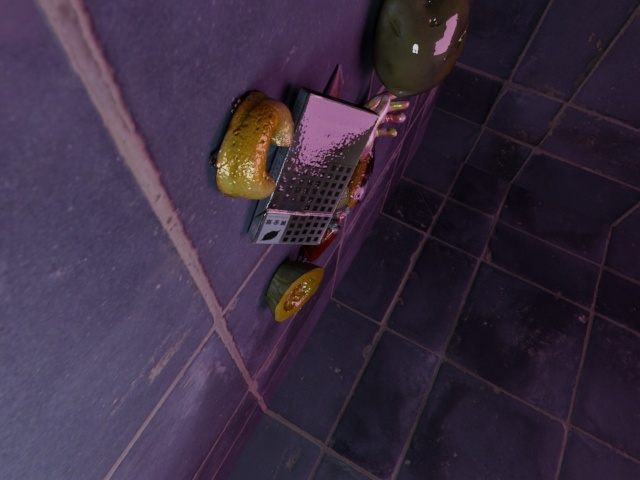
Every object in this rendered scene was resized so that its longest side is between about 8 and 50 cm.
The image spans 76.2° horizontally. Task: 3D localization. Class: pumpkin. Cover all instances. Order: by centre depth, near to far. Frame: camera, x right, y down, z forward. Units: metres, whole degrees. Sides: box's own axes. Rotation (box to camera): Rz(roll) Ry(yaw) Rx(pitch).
[{"bbox_3d":[-0.096,0.141,1.274,0.217,0.110,0.217,-46,165,-16],"label":"pumpkin"}]

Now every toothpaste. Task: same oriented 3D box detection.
[{"bbox_3d":[0.013,-0.297,0.927,0.067,0.043,0.194,50,62,-74],"label":"toothpaste"}]

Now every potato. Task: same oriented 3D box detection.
[{"bbox_3d":[0.244,-0.499,1.026,0.243,0.221,0.326,-62,173,-15],"label":"potato"}]

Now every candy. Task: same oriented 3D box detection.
[{"bbox_3d":[0.001,0.001,1.367,0.292,0.059,0.086,-49,164,19],"label":"candy"}]

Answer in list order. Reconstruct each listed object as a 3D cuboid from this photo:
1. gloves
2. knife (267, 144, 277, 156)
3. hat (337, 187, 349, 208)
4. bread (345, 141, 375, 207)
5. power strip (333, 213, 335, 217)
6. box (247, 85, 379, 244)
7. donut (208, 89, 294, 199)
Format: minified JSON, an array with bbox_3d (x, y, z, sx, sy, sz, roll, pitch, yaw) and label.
[{"bbox_3d":[0.158,-0.355,1.228,0.145,0.126,0.241,32,87,-54],"label":"gloves"},{"bbox_3d":[-0.087,-0.192,0.782,0.313,0.019,0.044,-53,166,-32],"label":"knife"},{"bbox_3d":[-0.012,-0.101,0.958,0.146,0.146,0.067,99,13,-55],"label":"hat"},{"bbox_3d":[0.137,-0.244,1.468,0.139,0.095,0.269,19,83,-80],"label":"bread"},{"bbox_3d":[0.019,-0.119,1.313,0.064,0.044,0.305,-59,167,-17],"label":"power strip"},{"bbox_3d":[-0.019,-0.133,0.845,0.180,0.047,0.325,2,124,-38],"label":"box"},{"bbox_3d":[-0.101,-0.150,0.655,0.181,0.078,0.146,-64,166,-12],"label":"donut"}]
